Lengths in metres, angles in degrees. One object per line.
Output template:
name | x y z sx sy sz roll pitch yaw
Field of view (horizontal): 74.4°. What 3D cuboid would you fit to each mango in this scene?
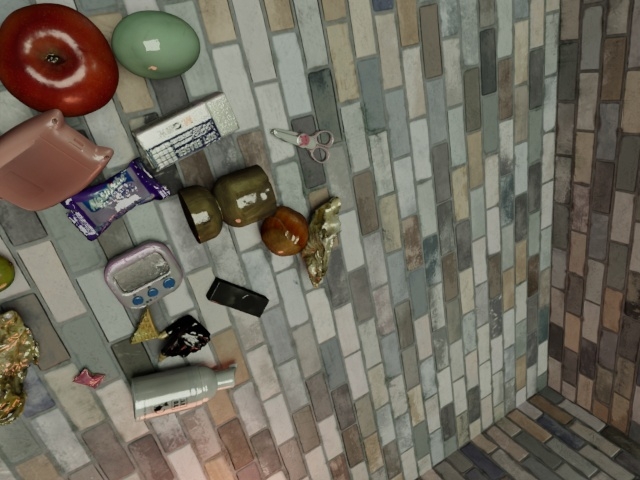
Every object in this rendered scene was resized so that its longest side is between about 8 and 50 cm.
mango | -0.924 0.092 1.115 0.191 0.086 0.121 -3 111 -29

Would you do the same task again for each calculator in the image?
calculator | -0.714 -0.182 1.077 0.330 0.048 0.220 -29 142 15

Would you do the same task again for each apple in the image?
apple | -0.636 -0.429 1.021 0.261 0.216 0.260 -8 109 -24

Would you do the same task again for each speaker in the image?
speaker | -0.297 0.210 1.529 0.218 0.044 0.082 29 92 -33

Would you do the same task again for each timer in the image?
timer | -0.556 0.108 1.335 0.209 0.069 0.190 -30 120 -16

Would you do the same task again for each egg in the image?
egg | -0.433 -0.520 1.126 0.231 0.168 0.167 -22 117 -35

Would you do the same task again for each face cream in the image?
face cream | -0.459 0.515 1.484 0.370 0.145 0.145 -6 109 -27

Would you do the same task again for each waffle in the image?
waffle | -0.586 0.275 1.367 0.098 0.023 0.152 -10 132 -13

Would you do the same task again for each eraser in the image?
eraser | -0.398 -0.329 1.263 0.287 0.086 0.130 -32 121 -17

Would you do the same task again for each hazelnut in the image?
hazelnut | -0.116 -0.029 1.477 0.182 0.182 0.181 -10 111 -26

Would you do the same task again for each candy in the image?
candy | -0.596 -0.123 1.235 0.275 0.070 0.145 -33 113 -10

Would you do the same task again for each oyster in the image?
oyster | -0.928 0.348 1.183 0.238 0.115 0.350 20 96 -33
oyster | -0.003 -0.001 1.570 0.166 0.111 0.340 -10 114 -68

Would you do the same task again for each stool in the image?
stool | -0.292 -0.119 1.339 0.264 0.179 0.179 -24 117 -21

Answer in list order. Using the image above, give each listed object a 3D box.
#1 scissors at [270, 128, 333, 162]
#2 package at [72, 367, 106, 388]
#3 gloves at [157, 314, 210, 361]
scissors | -0.061 -0.350 1.475 0.242 0.031 0.118 10 101 -34
package | -0.750 0.449 1.369 0.059 0.029 0.083 -47 131 -3
gloves | -0.479 0.354 1.441 0.180 0.106 0.129 -47 125 -12
